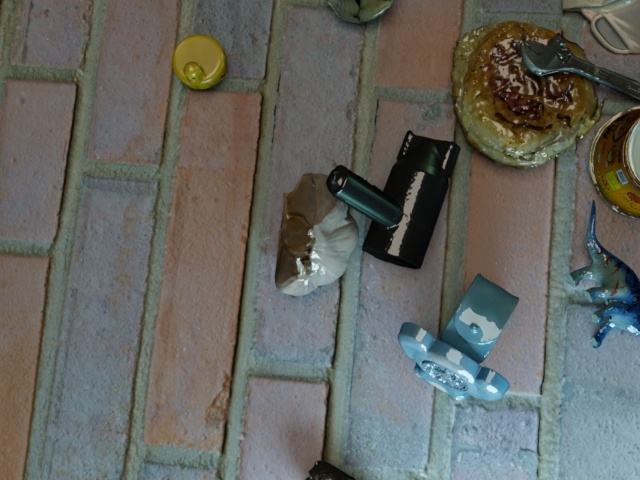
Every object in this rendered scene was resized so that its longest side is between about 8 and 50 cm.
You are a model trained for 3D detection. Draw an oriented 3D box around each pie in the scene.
[{"bbox_3d":[0.375,-0.269,1.739,0.308,0.085,0.308,0,76,1],"label":"pie"}]

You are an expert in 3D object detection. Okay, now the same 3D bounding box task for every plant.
[{"bbox_3d":[0.039,0.454,1.661,0.143,0.094,0.092,30,74,14],"label":"plant"}]

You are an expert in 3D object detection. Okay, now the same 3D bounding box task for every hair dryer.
[{"bbox_3d":[0.119,-0.104,1.643,0.116,0.302,0.244,14,82,35],"label":"hair dryer"}]

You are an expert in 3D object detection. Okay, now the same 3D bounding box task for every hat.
[{"bbox_3d":[0.579,-0.473,1.719,0.226,0.219,0.164,27,64,-10],"label":"hat"}]

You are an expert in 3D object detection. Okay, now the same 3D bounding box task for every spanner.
[{"bbox_3d":[0.508,-0.301,1.709,0.325,0.026,0.093,20,74,-12],"label":"spanner"}]

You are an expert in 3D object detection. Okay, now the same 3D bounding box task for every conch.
[{"bbox_3d":[0.093,-0.494,1.798,0.153,0.102,0.135,-27,90,34],"label":"conch"}]

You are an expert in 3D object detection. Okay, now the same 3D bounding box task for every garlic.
[{"bbox_3d":[0.000,0.000,1.705,0.142,0.178,0.229,17,104,-22],"label":"garlic"}]

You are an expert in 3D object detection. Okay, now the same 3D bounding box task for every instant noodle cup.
[{"bbox_3d":[0.597,-0.144,1.644,0.215,0.172,0.216,0,90,4],"label":"instant noodle cup"}]

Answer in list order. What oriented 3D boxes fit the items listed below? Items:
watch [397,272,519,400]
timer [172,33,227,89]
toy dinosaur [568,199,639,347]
[{"bbox_3d":[0.261,0.163,1.649,0.211,0.211,0.193,31,71,10],"label":"watch"},{"bbox_3d":[-0.236,-0.346,1.803,0.107,0.109,0.107,-1,81,6],"label":"timer"},{"bbox_3d":[0.524,0.100,1.676,0.144,0.076,0.329,-31,82,-6],"label":"toy dinosaur"}]
